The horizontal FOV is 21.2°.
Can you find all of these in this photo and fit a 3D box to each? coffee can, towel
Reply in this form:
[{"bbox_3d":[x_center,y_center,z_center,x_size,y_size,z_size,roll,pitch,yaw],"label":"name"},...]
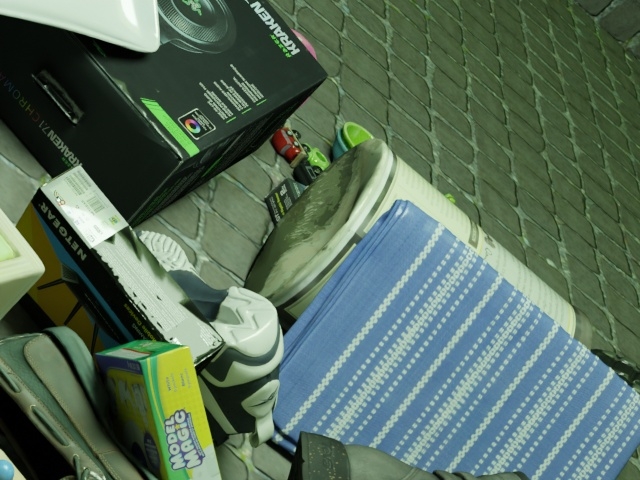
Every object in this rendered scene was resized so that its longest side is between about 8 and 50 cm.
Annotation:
[{"bbox_3d":[0.094,0.064,1.639,0.275,0.201,0.201,40,24,-15],"label":"coffee can"},{"bbox_3d":[0.119,0.152,1.537,0.336,0.243,0.040,40,-7,-17],"label":"towel"}]

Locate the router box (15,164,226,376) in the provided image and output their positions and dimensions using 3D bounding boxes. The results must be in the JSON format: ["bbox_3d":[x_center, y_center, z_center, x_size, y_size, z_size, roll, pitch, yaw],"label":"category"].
[{"bbox_3d":[-0.165,0.049,1.310,0.179,0.133,0.046,50,51,7],"label":"router box"}]

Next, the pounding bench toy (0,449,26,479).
[{"bbox_3d":[-0.225,0.180,1.092,0.052,0.065,0.083,49,24,5],"label":"pounding bench toy"}]

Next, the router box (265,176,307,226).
[{"bbox_3d":[0.000,0.000,1.786,0.092,0.038,0.122,24,32,-41],"label":"router box"}]

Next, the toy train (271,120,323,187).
[{"bbox_3d":[-0.036,-0.108,1.913,0.036,0.027,0.158,-2,53,-46],"label":"toy train"}]

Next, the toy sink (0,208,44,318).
[{"bbox_3d":[-0.318,0.014,1.115,0.153,0.131,0.234,51,24,10],"label":"toy sink"}]

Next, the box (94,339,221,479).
[{"bbox_3d":[-0.107,0.163,1.212,0.043,0.105,0.179,-18,96,-24],"label":"box"}]

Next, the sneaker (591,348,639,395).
[{"bbox_3d":[0.242,0.145,1.906,0.267,0.106,0.101,31,25,15],"label":"sneaker"}]

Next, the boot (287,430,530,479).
[{"bbox_3d":[0.087,0.269,1.304,0.222,0.118,0.338,11,34,-7],"label":"boot"}]

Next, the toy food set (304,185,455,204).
[{"bbox_3d":[0.093,-0.026,1.843,0.218,0.071,0.128,4,48,-57],"label":"toy food set"}]

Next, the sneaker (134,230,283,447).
[{"bbox_3d":[-0.115,0.093,1.405,0.235,0.153,0.094,20,40,37],"label":"sneaker"}]

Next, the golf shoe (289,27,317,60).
[{"bbox_3d":[-0.155,-0.218,1.814,0.306,0.115,0.140,30,-10,-11],"label":"golf shoe"}]

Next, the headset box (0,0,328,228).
[{"bbox_3d":[-0.174,-0.165,1.581,0.246,0.131,0.283,49,37,4],"label":"headset box"}]

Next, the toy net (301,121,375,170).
[{"bbox_3d":[0.075,-0.034,1.957,0.232,0.045,0.122,53,23,12],"label":"toy net"}]

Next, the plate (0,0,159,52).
[{"bbox_3d":[-0.243,-0.302,1.405,0.277,0.045,0.278,7,74,-57],"label":"plate"}]

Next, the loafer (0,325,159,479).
[{"bbox_3d":[-0.174,0.171,1.189,0.084,0.096,0.267,-2,43,-35],"label":"loafer"}]
